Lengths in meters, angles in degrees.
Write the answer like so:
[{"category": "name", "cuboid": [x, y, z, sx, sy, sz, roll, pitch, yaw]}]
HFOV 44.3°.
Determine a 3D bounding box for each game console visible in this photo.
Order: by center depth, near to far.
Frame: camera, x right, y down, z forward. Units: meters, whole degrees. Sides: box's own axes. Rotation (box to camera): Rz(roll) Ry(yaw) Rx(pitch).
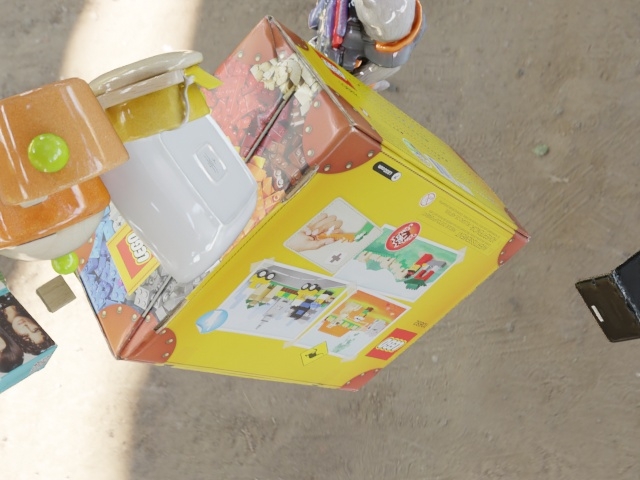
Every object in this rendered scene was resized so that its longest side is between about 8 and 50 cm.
[{"category": "game console", "cuboid": [0.482, 0.088, 1.235, 0.071, 0.107, 0.122, -42, 102, -39]}]

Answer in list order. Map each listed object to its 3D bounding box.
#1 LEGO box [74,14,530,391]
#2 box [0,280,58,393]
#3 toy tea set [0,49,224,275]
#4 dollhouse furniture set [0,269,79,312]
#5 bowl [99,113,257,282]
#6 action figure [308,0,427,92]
[{"category": "LEGO box", "cuboid": [0.000, 0.000, 1.033, 0.372, 0.500, 0.193, -44, 57, 17]}, {"category": "box", "cuboid": [-0.470, 0.088, 1.037, 0.244, 0.060, 0.100, 45, 35, 7]}, {"category": "toy tea set", "cuboid": [-0.181, -0.012, 0.452, 0.200, 0.336, 0.124, -13, 106, 22]}, {"category": "dollhouse furniture set", "cuboid": [-0.510, 0.084, 1.295, 0.301, 0.151, 0.197, -35, 98, -27]}, {"category": "bowl", "cuboid": [-0.108, -0.053, 0.642, 0.053, 0.142, 0.142, -29, 105, 26]}, {"category": "action figure", "cuboid": [0.078, -0.335, 1.062, 0.178, 0.330, 0.341, 6, 102, -2]}]
